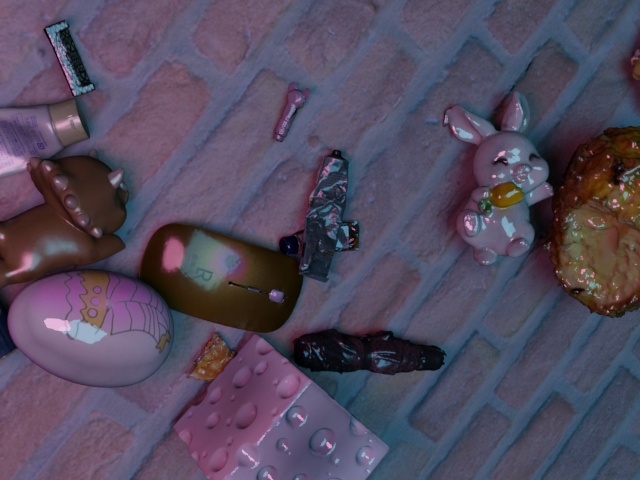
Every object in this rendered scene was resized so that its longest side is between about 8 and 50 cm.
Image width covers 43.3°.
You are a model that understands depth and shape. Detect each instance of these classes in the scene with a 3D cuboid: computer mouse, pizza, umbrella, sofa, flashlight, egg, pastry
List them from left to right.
[{"bbox_3d":[-0.404,-0.293,1.299,0.039,0.060,0.117,-25,109,-13],"label":"sofa"},{"bbox_3d":[-0.369,0.139,1.318,0.271,0.196,0.196,35,85,-40],"label":"egg"},{"bbox_3d":[-0.191,0.229,1.514,0.099,0.029,0.100,33,89,-33],"label":"pizza"},{"bbox_3d":[-0.171,0.070,1.466,0.310,0.072,0.158,19,94,-26],"label":"computer mouse"},{"bbox_3d":[-0.055,-0.232,1.478,0.031,0.052,0.110,13,103,-60],"label":"flashlight"},{"bbox_3d":[0.103,0.223,1.603,0.326,0.090,0.094,5,95,-24],"label":"umbrella"},{"bbox_3d":[0.623,-0.058,1.657,0.337,0.292,0.405,-46,142,-37],"label":"pastry"}]

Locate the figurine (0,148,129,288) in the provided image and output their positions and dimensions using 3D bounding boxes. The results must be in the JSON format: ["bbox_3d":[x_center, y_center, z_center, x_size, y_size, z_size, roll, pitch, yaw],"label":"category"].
[{"bbox_3d":[-0.423,-0.049,1.273,0.247,0.177,0.173,-12,122,-17],"label":"figurine"}]

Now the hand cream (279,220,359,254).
[{"bbox_3d":[0.000,0.000,1.547,0.163,0.039,0.062,-8,101,-28],"label":"hand cream"}]

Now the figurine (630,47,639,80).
[{"bbox_3d":[0.739,-0.402,1.742,0.155,0.127,0.235,-29,105,-5],"label":"figurine"}]

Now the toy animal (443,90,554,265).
[{"bbox_3d":[0.355,-0.121,1.615,0.209,0.154,0.325,-13,84,1],"label":"toy animal"}]

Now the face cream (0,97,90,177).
[{"bbox_3d":[-0.492,-0.166,1.295,0.224,0.070,0.114,-19,109,-6],"label":"face cream"}]

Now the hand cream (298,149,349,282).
[{"bbox_3d":[0.011,-0.049,1.503,0.075,0.052,0.247,14,81,-25],"label":"hand cream"}]

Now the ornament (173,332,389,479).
[{"bbox_3d":[-0.074,0.359,1.458,0.239,0.240,0.239,-49,120,-8],"label":"ornament"}]

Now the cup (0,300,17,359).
[{"bbox_3d":[-0.575,0.128,1.260,0.176,0.131,0.155,-37,112,-55],"label":"cup"}]
